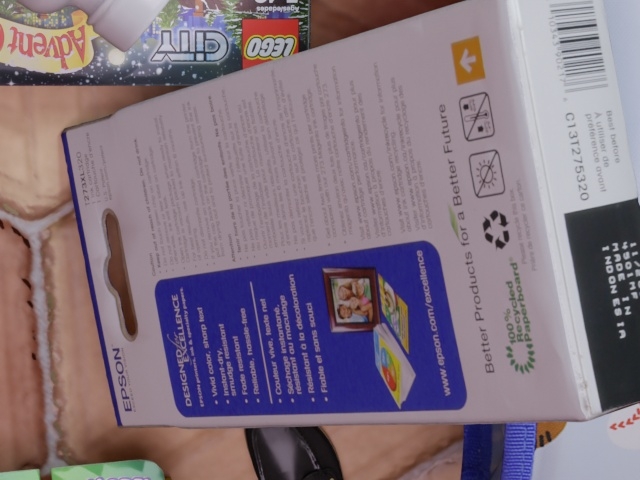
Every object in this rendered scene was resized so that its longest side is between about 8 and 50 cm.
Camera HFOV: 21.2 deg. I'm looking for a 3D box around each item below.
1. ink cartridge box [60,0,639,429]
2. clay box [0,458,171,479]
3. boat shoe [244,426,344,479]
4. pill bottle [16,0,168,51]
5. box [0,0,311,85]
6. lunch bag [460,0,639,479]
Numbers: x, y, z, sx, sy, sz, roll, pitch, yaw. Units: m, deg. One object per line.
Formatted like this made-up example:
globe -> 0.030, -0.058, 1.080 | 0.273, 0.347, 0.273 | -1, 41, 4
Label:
ink cartridge box -> 0.000, 0.000, 0.831 | 0.069, 0.371, 0.176 | -12, 91, -40
clay box -> -0.142, 0.228, 1.018 | 0.127, 0.053, 0.222 | -5, 106, -2
boat shoe -> -0.007, 0.154, 1.010 | 0.049, 0.042, 0.133 | -22, 105, 6
pill bottle -> -0.142, -0.171, 0.834 | 0.169, 0.094, 0.094 | 38, 101, -12
box -> -0.121, -0.164, 0.910 | 0.233, 0.044, 0.159 | -1, 106, -3
lunch bag -> 0.237, -0.004, 0.877 | 0.328, 0.239, 0.385 | 0, 97, -1
